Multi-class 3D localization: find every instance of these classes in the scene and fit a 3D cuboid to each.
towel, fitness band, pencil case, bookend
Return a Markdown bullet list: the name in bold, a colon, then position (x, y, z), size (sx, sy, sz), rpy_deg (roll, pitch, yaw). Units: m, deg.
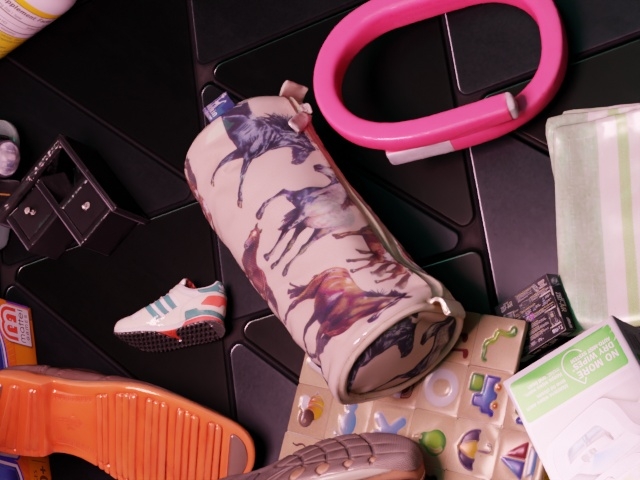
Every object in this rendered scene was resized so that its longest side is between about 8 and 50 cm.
- **towel**: position (0.391, -0.045, 1.454), size (0.325, 0.038, 0.247), rpy_deg (-11, 71, 29)
- **fitness band**: position (0.133, -0.201, 1.617), size (0.291, 0.054, 0.209), rpy_deg (-14, 63, 15)
- **pencil case**: position (0.000, 0.000, 1.592), size (0.183, 0.160, 0.410), rpy_deg (-57, 48, 24)
- **bookend**: position (-0.331, -0.028, 1.883), size (0.157, 0.072, 0.156), rpy_deg (-48, 57, 12)

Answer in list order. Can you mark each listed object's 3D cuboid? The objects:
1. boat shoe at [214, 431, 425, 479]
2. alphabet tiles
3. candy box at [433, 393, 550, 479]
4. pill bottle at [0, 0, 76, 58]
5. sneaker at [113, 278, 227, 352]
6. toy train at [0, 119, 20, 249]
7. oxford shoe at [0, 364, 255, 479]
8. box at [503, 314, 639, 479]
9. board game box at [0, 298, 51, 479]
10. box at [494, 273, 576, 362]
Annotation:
- **boat shoe**: position (-0.022, 0.299, 1.558), size (0.324, 0.123, 0.116), rpy_deg (-22, 97, 27)
- **alphabet tiles**: position (0.098, 0.211, 1.557), size (0.343, 0.011, 0.285), rpy_deg (7, 81, 40)
- **candy box**: position (0.219, 0.261, 1.478), size (0.206, 0.027, 0.105), rpy_deg (41, 103, 34)
- **pill bottle**: position (-0.459, -0.360, 1.989), size (0.334, 0.188, 0.187), rpy_deg (-30, 62, 21)
- **sneaker**: position (-0.181, 0.089, 1.773), size (0.161, 0.057, 0.075), rpy_deg (-11, 54, 31)
- **toy train**: position (-0.556, -0.091, 2.011), size (0.334, 0.142, 0.190), rpy_deg (10, 91, 34)
- **oxford shoe**: position (-0.239, 0.208, 1.727), size (0.364, 0.133, 0.129), rpy_deg (12, 106, 14)
- **box**: position (0.315, 0.213, 1.291), size (0.127, 0.262, 0.231), rpy_deg (-35, 61, 20)
- **board game box**: position (-0.592, 0.268, 1.790), size (0.356, 0.356, 0.356), rpy_deg (-23, 65, 25)
- **box**: position (0.226, 0.083, 1.514), size (0.083, 0.018, 0.067), rpy_deg (-40, 56, 41)
